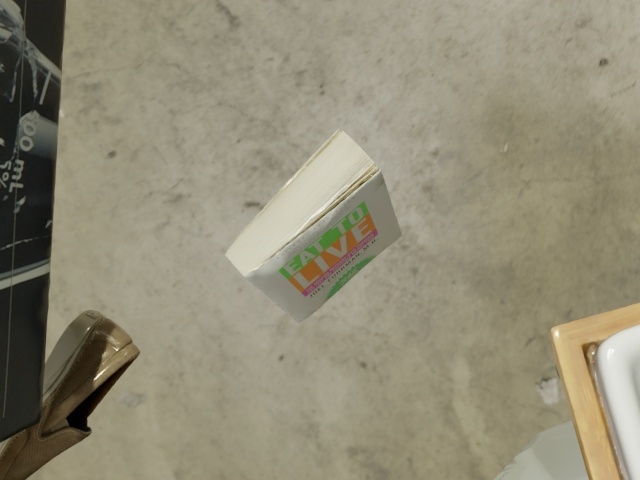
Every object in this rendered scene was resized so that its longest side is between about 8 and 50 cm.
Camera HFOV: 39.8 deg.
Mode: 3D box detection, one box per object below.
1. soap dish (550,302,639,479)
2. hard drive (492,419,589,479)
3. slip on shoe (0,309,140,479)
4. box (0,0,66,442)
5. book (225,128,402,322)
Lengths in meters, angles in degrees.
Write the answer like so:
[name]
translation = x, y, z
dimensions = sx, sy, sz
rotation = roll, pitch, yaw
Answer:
[soap dish]
translation = 0.287, 0.168, 0.575
dimensions = 0.228, 0.118, 0.291
rotation = -14, 86, -6
[hard drive]
translation = 0.289, 0.194, 0.824
dimensions = 0.307, 0.203, 0.040
rotation = -36, 83, 44
[slip on shoe]
translation = -0.157, 0.107, 0.522
dimensions = 0.041, 0.051, 0.135
rotation = 32, 84, 8
[box]
translation = -0.257, -0.057, 0.307
dimensions = 0.179, 0.312, 0.343
rotation = 14, 106, 20
[book]
translation = 0.000, 0.000, 0.547
dimensions = 0.096, 0.144, 0.035
rotation = -42, 72, -2
